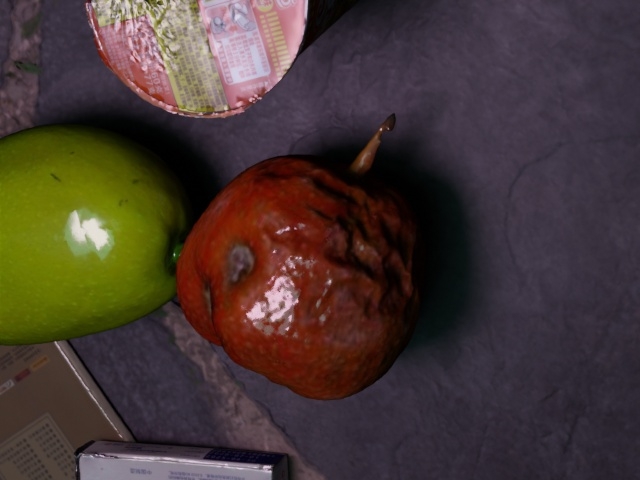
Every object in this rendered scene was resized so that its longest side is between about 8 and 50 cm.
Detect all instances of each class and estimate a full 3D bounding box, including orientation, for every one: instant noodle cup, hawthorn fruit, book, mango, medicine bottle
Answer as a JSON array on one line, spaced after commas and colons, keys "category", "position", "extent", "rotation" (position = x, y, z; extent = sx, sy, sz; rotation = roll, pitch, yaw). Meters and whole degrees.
[{"category": "instant noodle cup", "position": [-0.056, -0.212, 1.402], "extent": [0.193, 0.212, 0.193], "rotation": [8, 111, 21]}, {"category": "hawthorn fruit", "position": [0.000, 0.000, 1.466], "extent": [0.207, 0.207, 0.243], "rotation": [28, 105, 13]}, {"category": "book", "position": [-0.259, 0.245, 1.760], "extent": [0.217, 0.021, 0.310], "rotation": [-33, 92, 29]}, {"category": "mango", "position": [-0.265, 0.000, 1.601], "extent": [0.343, 0.156, 0.192], "rotation": [-13, 99, 29]}, {"category": "medicine bottle", "position": [-0.130, 0.279, 1.675], "extent": [0.201, 0.052, 0.171], "rotation": [1, 103, 16]}]
